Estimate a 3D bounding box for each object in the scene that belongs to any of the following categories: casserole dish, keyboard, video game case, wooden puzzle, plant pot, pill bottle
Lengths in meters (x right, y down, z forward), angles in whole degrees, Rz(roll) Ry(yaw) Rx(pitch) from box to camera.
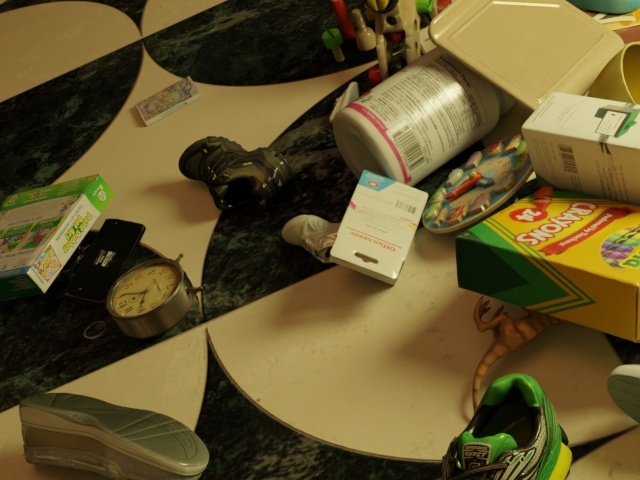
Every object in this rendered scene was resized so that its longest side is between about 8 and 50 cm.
[{"bbox_3d":[0.450,-0.412,1.919,0.188,0.037,0.114,21,57,42],"label":"casserole dish"},{"bbox_3d":[-0.366,0.039,2.004,0.100,0.038,0.192,13,46,9],"label":"keyboard"},{"bbox_3d":[-0.297,-0.272,2.347,0.122,0.011,0.087,-28,37,-4],"label":"video game case"},{"bbox_3d":[0.310,-0.298,1.818,0.238,0.044,0.221,40,60,12],"label":"wooden puzzle"},{"bbox_3d":[0.448,-0.209,1.763,0.095,0.134,0.134,-27,26,47],"label":"plant pot"},{"bbox_3d":[0.173,-0.201,1.863,0.283,0.160,0.160,-34,38,-17],"label":"pill bottle"}]

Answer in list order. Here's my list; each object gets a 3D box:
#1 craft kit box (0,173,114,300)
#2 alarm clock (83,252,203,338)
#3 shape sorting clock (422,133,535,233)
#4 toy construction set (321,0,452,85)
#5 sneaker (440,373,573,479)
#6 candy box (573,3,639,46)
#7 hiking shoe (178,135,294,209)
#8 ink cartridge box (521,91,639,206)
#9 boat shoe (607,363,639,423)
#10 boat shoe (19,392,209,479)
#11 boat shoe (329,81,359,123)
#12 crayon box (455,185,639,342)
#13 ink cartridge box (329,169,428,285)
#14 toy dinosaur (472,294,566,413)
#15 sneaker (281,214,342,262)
[{"bbox_3d":[-0.506,0.002,2.066,0.250,0.061,0.247,-9,41,37],"label":"craft kit box"},{"bbox_3d":[-0.275,0.100,1.840,0.192,0.064,0.129,-28,37,-7],"label":"alarm clock"},{"bbox_3d":[0.231,-0.085,1.750,0.206,0.040,0.206,-36,23,18],"label":"shape sorting clock"},{"bbox_3d":[0.110,-0.429,2.115,0.309,0.237,0.257,15,53,42],"label":"toy construction set"},{"bbox_3d":[0.161,0.289,1.293,0.134,0.146,0.343,2,45,31],"label":"sneaker"},{"bbox_3d":[0.469,-0.395,1.991,0.183,0.087,0.316,-9,40,21],"label":"candy box"},{"bbox_3d":[-0.162,-0.107,2.007,0.227,0.086,0.114,7,44,35],"label":"hiking shoe"},{"bbox_3d":[0.398,-0.100,1.615,0.219,0.160,0.092,16,53,41],"label":"ink cartridge box"},{"bbox_3d":[0.434,0.183,1.334,0.226,0.083,0.076,22,44,31],"label":"boat shoe"},{"bbox_3d":[-0.280,0.281,1.605,0.320,0.103,0.118,9,9,33],"label":"boat shoe"},{"bbox_3d":[0.040,-0.238,2.095,0.035,0.035,0.100,0,50,26],"label":"boat shoe"},{"bbox_3d":[0.354,0.026,1.505,0.318,0.081,0.202,17,33,41],"label":"crayon box"},{"bbox_3d":[0.079,-0.007,1.732,0.104,0.062,0.181,21,48,3],"label":"ink cartridge box"},{"bbox_3d":[0.236,0.123,1.519,0.211,0.064,0.112,-35,39,-13],"label":"toy dinosaur"},{"bbox_3d":[0.000,0.000,1.813,0.152,0.054,0.061,5,49,34],"label":"sneaker"}]
